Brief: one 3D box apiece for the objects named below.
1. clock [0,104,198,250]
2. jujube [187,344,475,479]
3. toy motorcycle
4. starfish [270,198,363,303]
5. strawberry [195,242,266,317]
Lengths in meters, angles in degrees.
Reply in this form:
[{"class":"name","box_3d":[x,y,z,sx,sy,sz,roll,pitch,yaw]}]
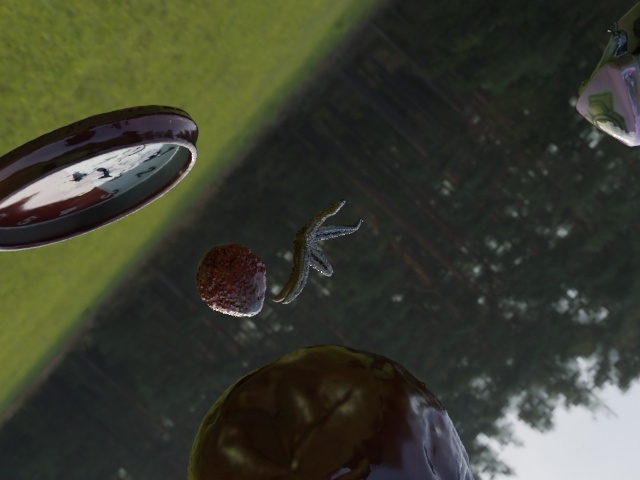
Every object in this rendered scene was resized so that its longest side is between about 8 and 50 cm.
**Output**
[{"class":"clock","box_3d":[-0.301,-0.084,1.361,0.318,0.080,0.318,-24,169,-5]},{"class":"jujube","box_3d":[0.022,0.227,0.919,0.223,0.318,0.223,-14,-134,15]},{"class":"toy motorcycle","box_3d":[0.324,-0.214,1.050,0.143,0.188,0.327,88,-3,-69]},{"class":"starfish","box_3d":[-0.003,-0.004,1.174,0.133,0.041,0.130,-40,155,-46]},{"class":"strawberry","box_3d":[-0.114,0.055,1.464,0.106,0.106,0.106,-47,-174,6]}]
